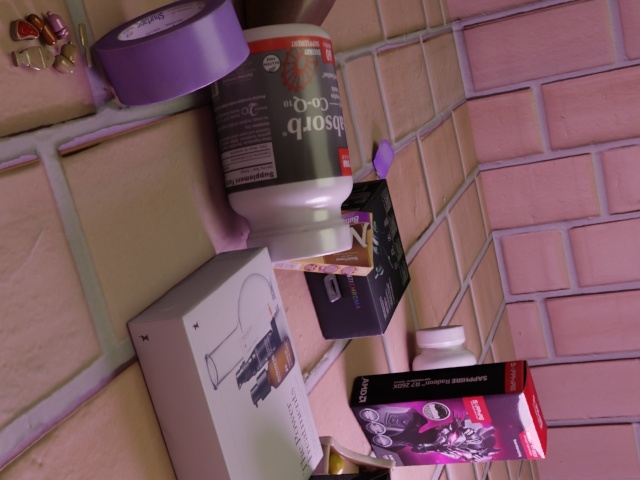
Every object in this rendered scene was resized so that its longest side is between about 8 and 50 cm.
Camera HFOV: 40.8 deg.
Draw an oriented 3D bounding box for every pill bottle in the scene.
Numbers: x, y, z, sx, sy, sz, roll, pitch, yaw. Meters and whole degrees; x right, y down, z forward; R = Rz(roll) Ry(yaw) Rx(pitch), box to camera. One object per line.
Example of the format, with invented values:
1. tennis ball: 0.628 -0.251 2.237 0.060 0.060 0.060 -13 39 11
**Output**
1. pill bottle: 0.326 0.375 2.221 0.169 0.169 0.301 1 81 -68
2. pill bottle: -0.059 -0.153 1.409 0.210 0.210 0.363 -14 95 -68

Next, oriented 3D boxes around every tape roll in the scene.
1. tape roll: -0.196 -0.256 1.141 0.189 0.189 0.080 -66 142 -53

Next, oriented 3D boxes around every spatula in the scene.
1. spatula: 0.151 -0.126 2.157 0.084 0.030 0.296 54 35 -48

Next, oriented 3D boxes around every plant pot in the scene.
1. plant pot: -0.054 -0.468 1.584 0.215 0.215 0.230 35 66 -61

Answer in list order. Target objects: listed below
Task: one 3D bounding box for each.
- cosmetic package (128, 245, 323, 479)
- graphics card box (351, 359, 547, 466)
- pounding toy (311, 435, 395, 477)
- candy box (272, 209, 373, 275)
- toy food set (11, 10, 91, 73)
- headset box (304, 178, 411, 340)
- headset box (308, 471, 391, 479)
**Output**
1. cosmetic package: -0.123 0.232 1.272 0.284 0.097 0.377 -43 122 -61
2. graphics card box: 0.274 0.373 1.825 0.094 0.371 0.233 -75 149 -45
3. pounding toy: 0.045 0.456 1.520 0.269 0.154 0.155 50 38 -52
4. candy box: 0.000 0.000 1.546 0.053 0.187 0.109 122 -29 -66
5. toy food set: -0.330 -0.240 1.036 0.122 0.019 0.078 -9 91 -60
6. headset box: 0.071 0.039 1.766 0.283 0.131 0.246 -54 132 -60
7. headset box: 0.027 0.527 1.365 0.110 0.218 0.293 -40 118 -65
